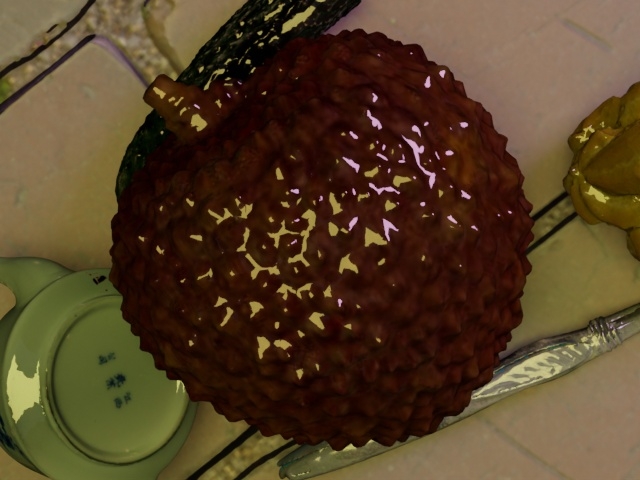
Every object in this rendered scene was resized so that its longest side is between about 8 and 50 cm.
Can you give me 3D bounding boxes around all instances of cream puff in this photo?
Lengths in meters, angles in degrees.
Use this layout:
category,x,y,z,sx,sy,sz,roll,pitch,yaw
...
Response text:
category,x,y,z,sx,sy,sz,roll,pitch,yaw
cream puff,0.240,-0.045,1.037,0.156,0.121,0.156,1,97,9

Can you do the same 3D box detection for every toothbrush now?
category,x,y,z,sx,sy,sz,roll,pitch,yaw
toothbrush,0.155,0.090,1.093,0.413,0.042,0.035,-25,88,9

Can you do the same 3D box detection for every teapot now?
category,x,y,z,sx,sy,sz,roll,pitch,yaw
teapot,-0.181,0.107,1.092,0.159,0.159,0.232,-19,99,7

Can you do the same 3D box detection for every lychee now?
category,x,y,z,sx,sy,sz,roll,pitch,yaw
lychee,0.000,0.000,0.996,0.276,0.276,0.304,-44,107,6

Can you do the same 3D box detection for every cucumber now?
category,x,y,z,sx,sy,sz,roll,pitch,yaw
cucumber,-0.073,-0.112,1.104,0.245,0.067,0.067,-44,86,7
